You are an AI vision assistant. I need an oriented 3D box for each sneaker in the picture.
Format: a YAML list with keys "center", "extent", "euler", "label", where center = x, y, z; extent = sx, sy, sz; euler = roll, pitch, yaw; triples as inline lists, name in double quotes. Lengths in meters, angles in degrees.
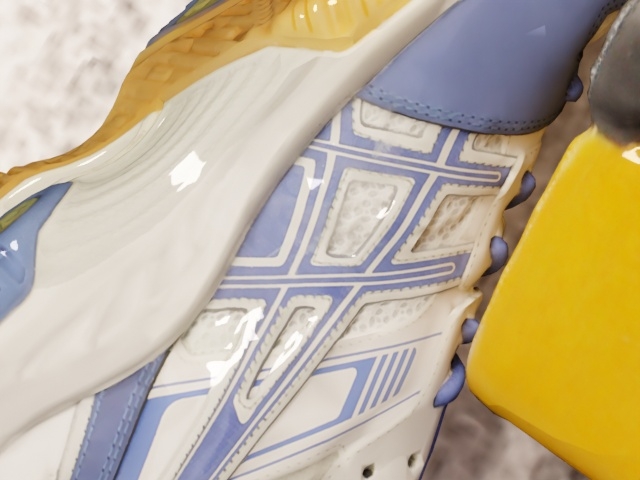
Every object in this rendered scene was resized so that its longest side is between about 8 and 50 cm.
- center: [0.000, 0.000, 0.514]
  extent: [0.296, 0.112, 0.131]
  euler: [-40, 107, -4]
  label: "sneaker"

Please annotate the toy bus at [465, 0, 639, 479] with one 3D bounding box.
- center: [0.160, -0.077, 0.437]
  extent: [0.108, 0.130, 0.333]
  euler: [35, 109, 20]
  label: "toy bus"
